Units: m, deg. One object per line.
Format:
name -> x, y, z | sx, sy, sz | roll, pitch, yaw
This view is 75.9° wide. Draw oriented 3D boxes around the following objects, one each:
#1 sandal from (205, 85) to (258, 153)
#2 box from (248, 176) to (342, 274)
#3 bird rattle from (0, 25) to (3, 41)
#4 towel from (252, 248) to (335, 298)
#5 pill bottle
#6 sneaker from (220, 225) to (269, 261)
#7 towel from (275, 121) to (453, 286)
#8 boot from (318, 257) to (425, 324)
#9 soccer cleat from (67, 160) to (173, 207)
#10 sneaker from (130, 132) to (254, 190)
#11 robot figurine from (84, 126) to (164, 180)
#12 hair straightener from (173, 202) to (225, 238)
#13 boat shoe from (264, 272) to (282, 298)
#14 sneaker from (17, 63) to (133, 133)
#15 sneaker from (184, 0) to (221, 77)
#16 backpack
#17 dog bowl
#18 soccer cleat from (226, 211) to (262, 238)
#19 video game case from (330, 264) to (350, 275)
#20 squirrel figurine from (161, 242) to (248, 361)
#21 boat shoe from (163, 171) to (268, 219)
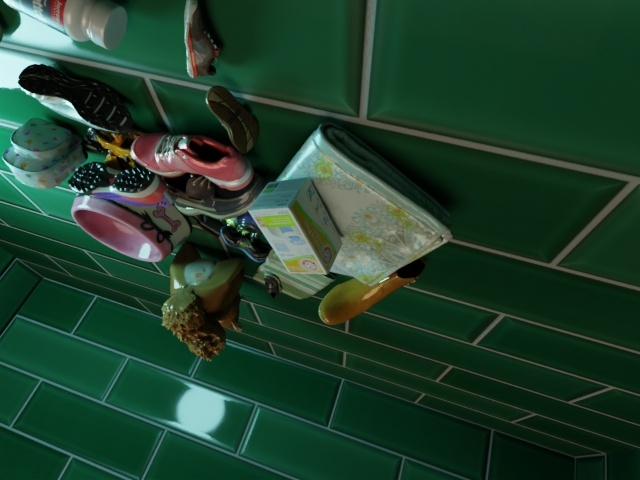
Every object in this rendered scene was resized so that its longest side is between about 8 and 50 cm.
sandal -> -0.192, -0.265, 0.890 | 0.049, 0.072, 0.180 | 39, 172, 34
box -> -0.049, -0.027, 0.921 | 0.114, 0.103, 0.203 | -1, 134, 33
bird rattle -> -0.790, -0.503, 0.869 | 0.254, 0.143, 0.207 | -21, 143, 34
towel -> -0.114, 0.136, 1.562 | 0.248, 0.038, 0.325 | 27, 150, -11
pill bottle -> -0.455, -0.427, 0.739 | 0.180, 0.107, 0.108 | 26, 151, -9
sneaker -> -0.255, 0.002, 1.408 | 0.188, 0.067, 0.078 | 35, 128, -20
towel -> 0.072, -0.059, 0.962 | 0.375, 0.090, 0.320 | 36, 138, -11
boot -> 0.147, 0.130, 1.159 | 0.104, 0.295, 0.211 | 60, 146, 6
soccer cleat -> -0.552, -0.142, 1.127 | 0.319, 0.108, 0.116 | 7, 153, 22
sneaker -> -0.317, -0.217, 0.979 | 0.314, 0.115, 0.136 | 12, 165, 8
robot figurine -> -0.536, -0.225, 1.168 | 0.211, 0.085, 0.291 | 22, 152, -2
hair straightener -> -0.399, -0.090, 1.362 | 0.089, 0.047, 0.230 | -11, 133, 45
boat shoe -> -0.186, 0.178, 1.586 | 0.056, 0.049, 0.152 | 9, 149, 20
sneaker -> -0.585, -0.337, 1.013 | 0.272, 0.100, 0.108 | 25, 166, 0
sneaker -> -0.214, -0.369, 0.752 | 0.065, 0.061, 0.158 | -2, 156, -15
backpack -> -0.806, -0.250, 1.196 | 0.166, 0.188, 0.144 | 22, 152, 0
dog bowl -> -0.683, -0.069, 1.469 | 0.408, 0.150, 0.408 | 16, 151, 10
soccer cleat -> -0.211, -0.080, 1.187 | 0.093, 0.121, 0.289 | 35, 171, -29
video game case -> 0.000, 0.000, 1.217 | 0.245, 0.061, 0.269 | 11, 149, 17
squirrel figurine -> -0.451, 0.273, 1.646 | 0.281, 0.396, 0.370 | 9, 141, 13
boat shoe -> -0.301, -0.141, 1.107 | 0.356, 0.132, 0.130 | -2, 144, 34
